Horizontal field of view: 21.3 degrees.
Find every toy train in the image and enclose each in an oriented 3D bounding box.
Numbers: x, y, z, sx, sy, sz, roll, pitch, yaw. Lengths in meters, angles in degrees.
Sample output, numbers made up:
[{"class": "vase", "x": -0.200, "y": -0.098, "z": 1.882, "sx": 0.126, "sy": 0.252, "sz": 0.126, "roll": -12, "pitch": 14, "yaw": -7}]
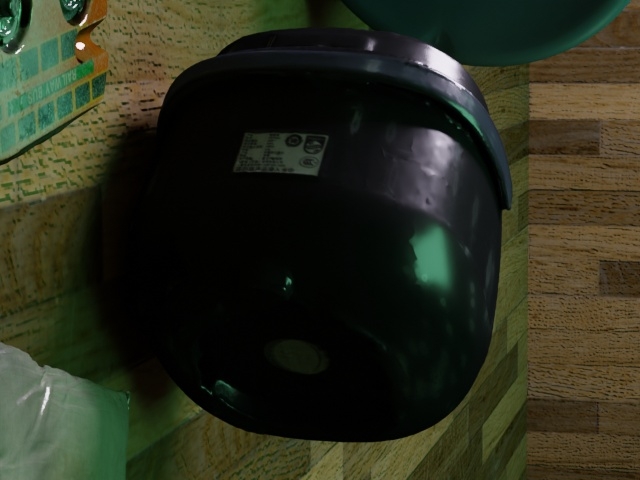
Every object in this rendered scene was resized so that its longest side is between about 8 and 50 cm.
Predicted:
[{"class": "toy train", "x": -0.165, "y": -0.096, "z": 0.830, "sx": 0.188, "sy": 0.072, "sz": 0.099, "roll": -51, "pitch": 146, "yaw": -68}]

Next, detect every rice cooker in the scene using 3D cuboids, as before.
[{"class": "rice cooker", "x": 0.000, "y": 0.000, "z": 1.131, "sx": 0.267, "sy": 0.267, "sz": 0.224, "roll": 74, "pitch": 25, "yaw": -49}]

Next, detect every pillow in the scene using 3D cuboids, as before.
[{"class": "pillow", "x": -0.155, "y": 0.137, "z": 0.928, "sx": 0.229, "sy": 0.050, "sz": 0.148, "roll": 50, "pitch": 48, "yaw": -73}]

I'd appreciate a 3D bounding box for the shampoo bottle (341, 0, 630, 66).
[{"class": "shampoo bottle", "x": 0.170, "y": -0.373, "z": 1.573, "sx": 0.342, "sy": 0.331, "sz": 0.331, "roll": -66, "pitch": 154, "yaw": -52}]
